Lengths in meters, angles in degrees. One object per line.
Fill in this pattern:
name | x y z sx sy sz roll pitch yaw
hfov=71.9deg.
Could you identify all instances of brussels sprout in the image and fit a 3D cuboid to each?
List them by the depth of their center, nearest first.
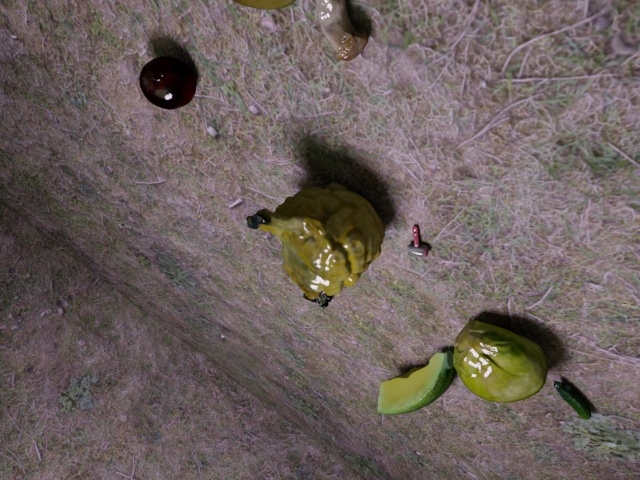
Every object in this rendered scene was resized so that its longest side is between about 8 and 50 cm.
brussels sprout | 0.431 0.295 1.065 0.223 0.161 0.223 20 146 14

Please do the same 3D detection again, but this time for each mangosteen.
mangosteen | -0.357 -0.368 1.052 0.140 0.140 0.140 23 142 19

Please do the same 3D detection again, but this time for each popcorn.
popcorn | 0.005 -0.005 1.032 0.292 0.237 0.293 19 140 17

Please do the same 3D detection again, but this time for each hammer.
hammer | 0.226 0.002 1.033 0.052 0.031 0.083 8 124 31

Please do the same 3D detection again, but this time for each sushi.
sushi | 0.001 0.162 1.378 0.084 0.056 0.083 33 137 8

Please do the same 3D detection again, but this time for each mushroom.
mushroom | 0.016 -0.401 0.735 0.054 0.059 0.202 10 134 56

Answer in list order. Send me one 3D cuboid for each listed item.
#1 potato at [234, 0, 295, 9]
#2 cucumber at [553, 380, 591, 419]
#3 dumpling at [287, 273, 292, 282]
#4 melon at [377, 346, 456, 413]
potato | -0.158 -0.488 0.746 0.271 0.111 0.160 35 142 2
cucumber | 0.634 0.396 1.111 0.155 0.037 0.037 44 144 -12
dumpling | -0.074 0.121 1.407 0.077 0.043 0.059 -14 143 44
melon | 0.312 0.435 1.338 0.124 0.196 0.323 60 144 17
